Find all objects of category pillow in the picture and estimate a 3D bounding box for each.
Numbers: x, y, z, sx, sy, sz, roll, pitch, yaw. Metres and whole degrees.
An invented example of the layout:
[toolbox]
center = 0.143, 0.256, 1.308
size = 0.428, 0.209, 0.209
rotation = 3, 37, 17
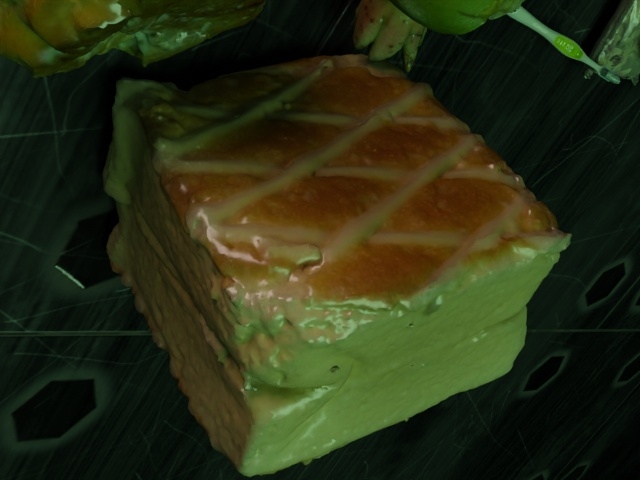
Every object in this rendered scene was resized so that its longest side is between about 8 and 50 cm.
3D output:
[pillow]
center = 0.478, -0.344, 1.408
size = 0.169, 0.059, 0.255
rotation = -9, 137, -41

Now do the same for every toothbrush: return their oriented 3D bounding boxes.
[toothbrush]
center = 0.334, -0.273, 1.333
size = 0.263, 0.026, 0.022
rotation = 21, 111, -37

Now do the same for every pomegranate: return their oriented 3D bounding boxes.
[pomegranate]
center = 0.119, -0.300, 0.974
size = 0.236, 0.236, 0.302
rotation = -15, 164, -35

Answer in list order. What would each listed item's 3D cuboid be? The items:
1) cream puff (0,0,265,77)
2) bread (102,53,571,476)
[cream puff]
center = -0.157, -0.250, 0.785
size = 0.282, 0.185, 0.282
rotation = -23, -176, 2
[bread]
center = 0.000, 0.000, 1.037
size = 0.390, 0.371, 0.279
rotation = -14, 142, -30
